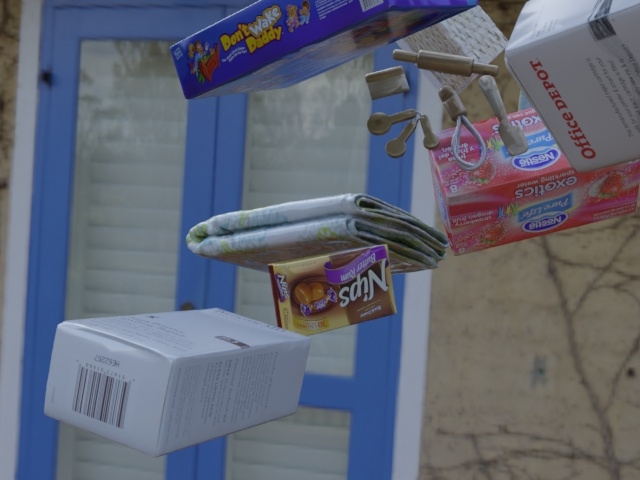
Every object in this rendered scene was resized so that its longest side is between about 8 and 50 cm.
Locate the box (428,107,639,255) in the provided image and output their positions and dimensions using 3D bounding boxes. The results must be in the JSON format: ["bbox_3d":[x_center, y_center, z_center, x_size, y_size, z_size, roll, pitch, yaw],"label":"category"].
[{"bbox_3d":[0.330,-0.103,1.432,0.300,0.142,0.154,-13,-40,2],"label":"box"}]

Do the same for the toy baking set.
[{"bbox_3d":[0.185,-0.195,1.357,0.256,0.197,0.030,9,-23,12],"label":"toy baking set"}]

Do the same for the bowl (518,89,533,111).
[{"bbox_3d":[0.532,-0.245,1.735,0.156,0.289,0.289,-8,6,-34],"label":"bowl"}]

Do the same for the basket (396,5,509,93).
[{"bbox_3d":[0.216,-0.339,1.523,0.113,0.167,0.103,-44,7,-31],"label":"basket"}]

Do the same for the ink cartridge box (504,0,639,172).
[{"bbox_3d":[0.300,-0.165,0.812,0.219,0.092,0.160,-13,-52,41],"label":"ink cartridge box"}]

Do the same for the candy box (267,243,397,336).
[{"bbox_3d":[0.020,0.073,1.339,0.187,0.109,0.053,-9,2,-33],"label":"candy box"}]

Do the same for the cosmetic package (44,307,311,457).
[{"bbox_3d":[-0.113,0.113,0.794,0.117,0.085,0.231,14,6,24],"label":"cosmetic package"}]

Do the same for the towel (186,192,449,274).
[{"bbox_3d":[0.000,0.000,1.654,0.374,0.090,0.320,-9,-18,36],"label":"towel"}]

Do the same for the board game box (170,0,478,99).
[{"bbox_3d":[0.003,-0.287,1.232,0.347,0.078,0.233,-16,2,37],"label":"board game box"}]
